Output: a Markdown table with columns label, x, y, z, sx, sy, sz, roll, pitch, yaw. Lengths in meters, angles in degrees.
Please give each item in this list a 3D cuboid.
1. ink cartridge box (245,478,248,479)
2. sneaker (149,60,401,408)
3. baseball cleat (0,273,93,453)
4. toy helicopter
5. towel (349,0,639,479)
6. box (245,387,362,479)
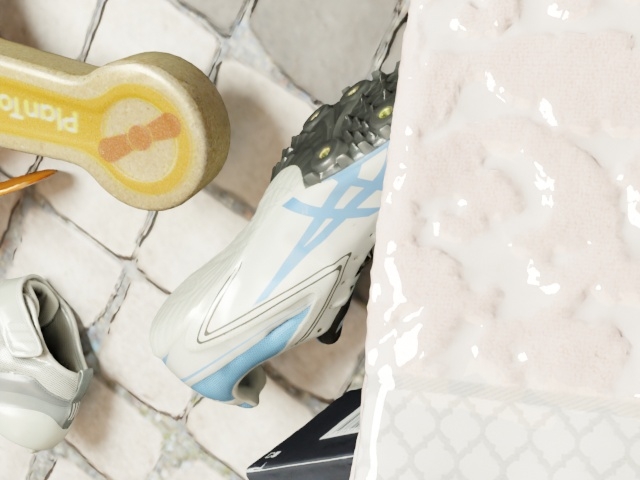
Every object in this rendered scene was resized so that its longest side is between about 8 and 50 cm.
| label | x | y | z | sx | sy | sz | roll | pitch | yaw |
| --- | --- | --- | --- | --- | --- | --- | --- | --- | --- |
| ink cartridge box | -0.049 | 0.228 | 0.641 | 0.115 | 0.067 | 0.198 | 49 | 121 | 4 |
| sneaker | 0.000 | 0.000 | 0.539 | 0.086 | 0.085 | 0.237 | 33 | 119 | -18 |
| baseball cleat | -0.238 | 0.054 | 0.686 | 0.205 | 0.072 | 0.109 | 31 | 102 | 12 |
| toy helicopter | -0.217 | -0.076 | 0.583 | 0.355 | 0.140 | 0.235 | 16 | 116 | 18 |
| towel | 0.178 | 0.012 | 0.351 | 0.331 | 0.053 | 0.317 | 7 | 80 | 15 |
| box | 0.067 | 0.154 | 0.518 | 0.156 | 0.093 | 0.158 | -24 | 96 | 52 |
